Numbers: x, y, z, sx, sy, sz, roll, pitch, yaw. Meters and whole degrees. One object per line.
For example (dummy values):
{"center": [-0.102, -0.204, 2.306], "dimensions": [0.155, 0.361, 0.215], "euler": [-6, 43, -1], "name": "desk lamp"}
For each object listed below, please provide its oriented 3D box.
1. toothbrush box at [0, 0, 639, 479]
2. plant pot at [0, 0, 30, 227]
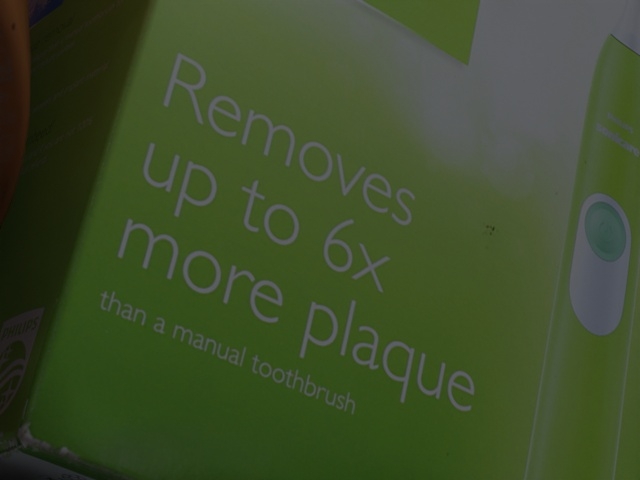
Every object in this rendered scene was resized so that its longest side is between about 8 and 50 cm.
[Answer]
{"center": [0.012, -0.029, 0.465], "dimensions": [0.206, 0.283, 0.122], "euler": [28, -29, -28], "name": "toothbrush box"}
{"center": [-0.189, -0.077, 0.360], "dimensions": [0.291, 0.291, 0.203], "euler": [27, 23, -45], "name": "plant pot"}
